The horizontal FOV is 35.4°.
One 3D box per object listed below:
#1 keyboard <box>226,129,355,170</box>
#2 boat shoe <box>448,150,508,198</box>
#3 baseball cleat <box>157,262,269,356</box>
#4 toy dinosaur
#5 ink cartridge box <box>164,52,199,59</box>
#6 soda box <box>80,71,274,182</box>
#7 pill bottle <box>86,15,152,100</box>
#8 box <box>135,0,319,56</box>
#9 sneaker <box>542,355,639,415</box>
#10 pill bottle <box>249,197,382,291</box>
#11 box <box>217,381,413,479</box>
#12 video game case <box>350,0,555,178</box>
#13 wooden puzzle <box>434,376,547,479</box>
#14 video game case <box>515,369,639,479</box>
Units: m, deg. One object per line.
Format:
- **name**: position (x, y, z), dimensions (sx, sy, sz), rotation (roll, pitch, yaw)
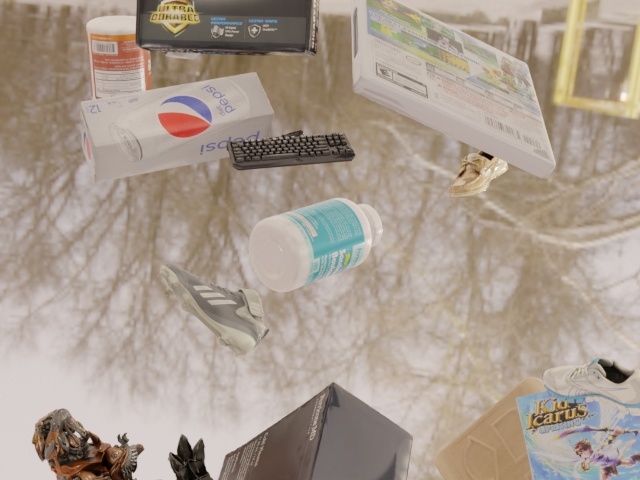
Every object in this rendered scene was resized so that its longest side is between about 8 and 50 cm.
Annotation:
- **keyboard**: position (-0.047, -0.139, 1.478), dimensions (0.180, 0.023, 0.108), rotation (-5, -152, -11)
- **boat shoe**: position (0.266, -0.123, 1.723), dimensions (0.063, 0.059, 0.170), rotation (-1, -156, 35)
- **baseball cleat**: position (-0.173, 0.098, 1.680), dimensions (0.109, 0.206, 0.072), rotation (-45, -175, -26)
- **toy dinosaur**: position (-0.244, 0.351, 1.307), dimensions (0.218, 0.322, 0.164), rotation (-31, -156, 43)
- **ink cartridge box**: position (-0.206, -0.450, 1.464), dimensions (0.065, 0.333, 0.165), rotation (-3, 158, -44)
- **soda box**: position (-0.222, -0.177, 1.556), dimensions (0.286, 0.098, 0.091), rotation (-13, -119, -21)
- **pill bottle**: position (-0.394, -0.326, 1.979), dimensions (0.121, 0.216, 0.121), rotation (1, -156, 0)
- **box**: position (-0.109, -0.314, 1.209), dimensions (0.220, 0.175, 0.051), rotation (5, -175, 12)
- **sneaker**: position (0.429, 0.211, 1.567), dimensions (0.190, 0.083, 0.071), rotation (3, -140, 45)
- **pill bottle**: position (0.000, 0.000, 1.964), dimensions (0.264, 0.146, 0.146), rotation (-19, -155, -40)
- **box**: position (-0.038, 0.455, 1.566), dimensions (0.179, 0.312, 0.343), rotation (35, -140, -17)
- **video game case**: position (0.197, -0.251, 1.542), dimensions (0.329, 0.036, 0.300), rotation (22, -143, -16)
- **wooden puzzle**: position (0.477, 0.548, 2.372), dimensions (0.080, 0.348, 0.322), rotation (13, -142, -51)
- **video game case**: position (0.538, 0.397, 1.955), dimensions (0.269, 0.244, 0.061), rotation (-16, 144, 13)
